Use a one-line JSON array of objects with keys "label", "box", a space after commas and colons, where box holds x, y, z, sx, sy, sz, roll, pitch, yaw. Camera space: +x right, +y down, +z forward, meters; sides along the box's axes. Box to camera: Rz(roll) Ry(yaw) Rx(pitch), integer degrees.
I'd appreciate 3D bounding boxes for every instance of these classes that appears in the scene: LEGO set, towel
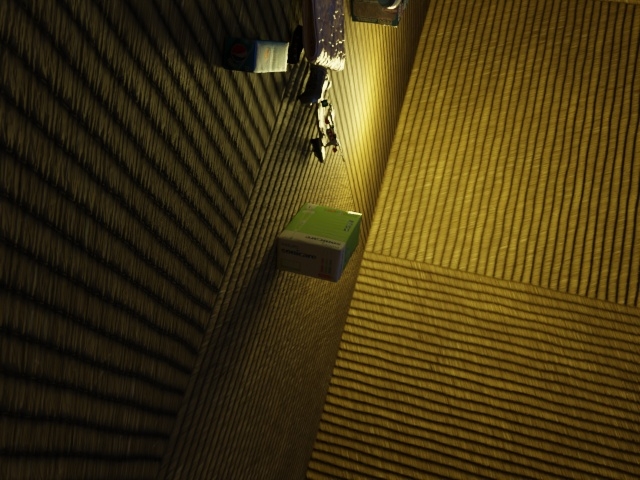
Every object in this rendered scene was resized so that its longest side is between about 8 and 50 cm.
[{"label": "LEGO set", "box": [0.028, -0.372, 2.041, 0.244, 0.060, 0.183, 57, 18, -77]}, {"label": "towel", "box": [0.016, -0.650, 1.731, 0.332, 0.053, 0.317, -33, 124, -71]}]

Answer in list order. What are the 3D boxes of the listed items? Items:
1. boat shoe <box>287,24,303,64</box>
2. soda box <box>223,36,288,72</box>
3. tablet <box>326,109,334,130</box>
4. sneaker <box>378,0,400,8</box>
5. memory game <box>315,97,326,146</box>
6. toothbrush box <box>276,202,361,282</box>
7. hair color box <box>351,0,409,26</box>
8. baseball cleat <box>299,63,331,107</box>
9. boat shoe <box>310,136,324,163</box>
[{"label": "boat shoe", "box": [-0.061, -0.523, 1.643, 0.049, 0.042, 0.133, 74, 29, -59]}, {"label": "soda box", "box": [-0.138, -0.407, 1.347, 0.210, 0.071, 0.067, -44, 143, -68]}, {"label": "tablet", "box": [0.036, -0.434, 2.209, 0.083, 0.006, 0.054, -61, 158, -55]}, {"label": "sneaker", "box": [0.141, -0.877, 1.929, 0.236, 0.130, 0.323, -23, 133, -24]}, {"label": "memory game", "box": [0.001, -0.394, 1.985, 0.186, 0.012, 0.186, -4, 90, -82]}, {"label": "toothbrush box", "box": [0.000, 0.000, 1.998, 0.283, 0.206, 0.122, -57, 155, -60]}, {"label": "hair color box", "box": [0.242, -0.931, 2.278, 0.105, 0.173, 0.347, 87, 20, -47]}, {"label": "baseball cleat", "box": [-0.023, -0.473, 1.830, 0.206, 0.072, 0.110, -66, 149, -58]}, {"label": "boat shoe", "box": [-0.008, -0.302, 2.066, 0.125, 0.038, 0.046, 74, 14, -64]}]
